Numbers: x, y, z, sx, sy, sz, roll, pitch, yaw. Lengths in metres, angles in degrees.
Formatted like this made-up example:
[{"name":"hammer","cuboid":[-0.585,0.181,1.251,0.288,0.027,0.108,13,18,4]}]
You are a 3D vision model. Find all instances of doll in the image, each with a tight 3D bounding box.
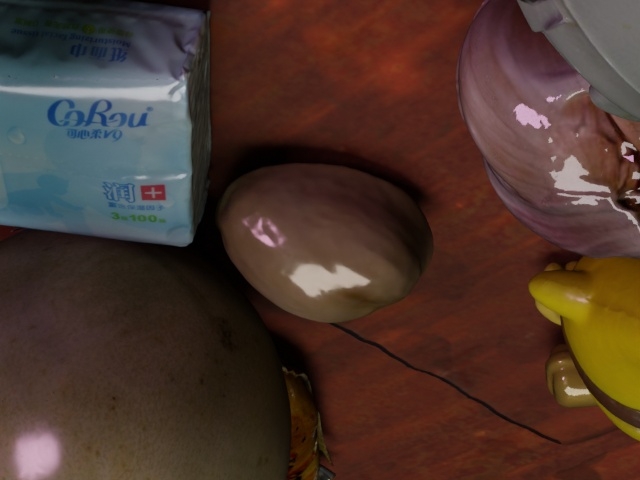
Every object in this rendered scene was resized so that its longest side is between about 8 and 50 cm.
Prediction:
[{"name":"doll","cuboid":[0.231,0.062,0.951,0.199,0.145,0.363,14,-179,-12]}]

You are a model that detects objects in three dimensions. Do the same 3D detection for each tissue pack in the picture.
[{"name":"tissue pack","cuboid":[-0.203,-0.081,0.989,0.263,0.089,0.177,6,143,2]}]

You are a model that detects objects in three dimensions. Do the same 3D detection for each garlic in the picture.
[{"name":"garlic","cuboid":[0.212,-0.077,0.843,0.257,0.207,0.207,21,157,38]}]

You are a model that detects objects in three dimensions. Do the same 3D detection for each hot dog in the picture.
[{"name":"hot dog","cuboid":[-0.078,0.169,1.324,0.162,0.082,0.270,2,146,11]}]

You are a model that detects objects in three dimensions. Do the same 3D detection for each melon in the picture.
[{"name":"melon","cuboid":[-0.155,0.124,1.082,0.268,0.330,0.268,-5,122,-9]}]

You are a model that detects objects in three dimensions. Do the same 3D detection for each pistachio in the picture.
[{"name":"pistachio","cuboid":[0.000,0.000,1.055,0.149,0.113,0.113,25,142,-11]}]

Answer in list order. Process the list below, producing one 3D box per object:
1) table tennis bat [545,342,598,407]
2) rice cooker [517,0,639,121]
[{"name":"table tennis bat","cuboid":[0.331,0.100,1.172,0.321,0.050,0.198,-1,143,8]},{"name":"rice cooker","cuboid":[0.204,-0.173,0.640,0.227,0.280,0.241,-20,98,44]}]
